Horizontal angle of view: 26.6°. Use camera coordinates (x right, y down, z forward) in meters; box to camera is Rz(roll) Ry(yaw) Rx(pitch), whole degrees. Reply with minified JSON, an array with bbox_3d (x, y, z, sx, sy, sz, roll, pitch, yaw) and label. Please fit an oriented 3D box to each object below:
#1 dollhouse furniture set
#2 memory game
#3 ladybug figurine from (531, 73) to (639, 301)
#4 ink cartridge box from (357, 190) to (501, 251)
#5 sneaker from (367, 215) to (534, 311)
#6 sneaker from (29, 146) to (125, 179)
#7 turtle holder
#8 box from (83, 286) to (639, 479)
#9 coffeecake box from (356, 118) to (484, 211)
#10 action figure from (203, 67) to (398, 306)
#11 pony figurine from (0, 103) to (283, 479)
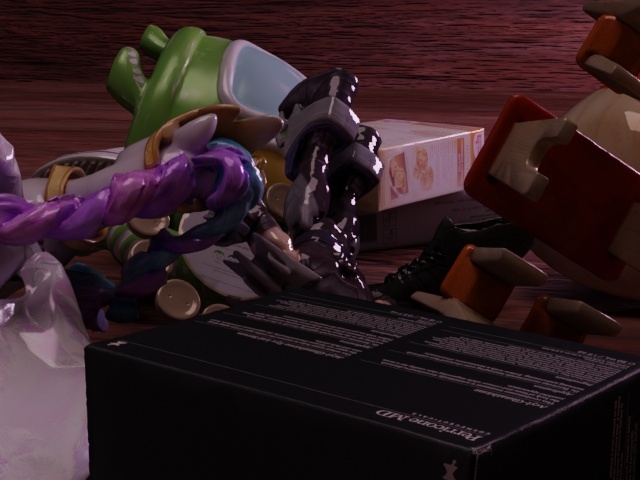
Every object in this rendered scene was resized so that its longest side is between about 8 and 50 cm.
[{"bbox_3d":[0.222,-0.011,1.008,0.259,0.262,0.135,31,-2,-22],"label":"dollhouse furniture set"},{"bbox_3d":[-0.073,0.007,1.105,0.186,0.186,0.012,-8,-24,-32],"label":"memory game"},{"bbox_3d":[0.397,-0.075,1.267,0.449,0.162,0.305,-11,37,-22],"label":"ladybug figurine"},{"bbox_3d":[0.062,-0.044,1.561,0.275,0.060,0.239,-6,12,-23],"label":"ink cartridge box"},{"bbox_3d":[0.105,0.018,1.189,0.170,0.089,0.051,-2,12,-7],"label":"sneaker"},{"bbox_3d":[-0.183,-0.077,1.548,0.282,0.102,0.161,-4,22,9],"label":"sneaker"},{"bbox_3d":[-0.093,-0.069,1.265,0.227,0.243,0.320,16,3,-2],"label":"turtle holder"},{"bbox_3d":[0.025,0.106,0.743,0.261,0.103,0.184,10,13,39],"label":"box"},{"bbox_3d":[0.065,-0.084,1.447,0.142,0.068,0.185,10,16,41],"label":"coffeecake box"},{"bbox_3d":[0.000,0.000,1.042,0.099,0.185,0.285,-26,34,27],"label":"action figure"},{"bbox_3d":[-0.233,0.005,0.896,0.363,0.302,0.351,-17,8,28],"label":"pony figurine"}]
